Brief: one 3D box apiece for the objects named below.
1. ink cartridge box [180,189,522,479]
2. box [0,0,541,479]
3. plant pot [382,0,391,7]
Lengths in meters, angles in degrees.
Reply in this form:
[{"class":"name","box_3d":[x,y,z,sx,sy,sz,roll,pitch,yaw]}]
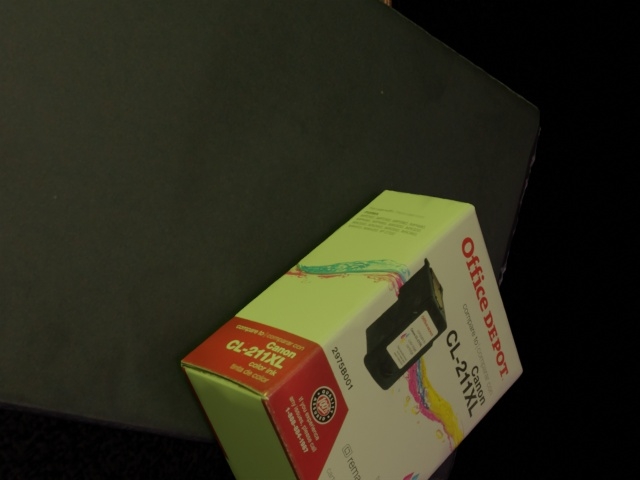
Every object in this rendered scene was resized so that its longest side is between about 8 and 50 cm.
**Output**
[{"class":"ink cartridge box","box_3d":[0.026,0.071,0.570,0.175,0.072,0.127,-40,123,-31]},{"class":"box","box_3d":[-0.188,-0.051,0.725,0.480,0.471,0.297,21,80,-44]},{"class":"plant pot","box_3d":[0.011,-0.286,1.206,0.236,0.032,0.236,-7,99,-45]}]
